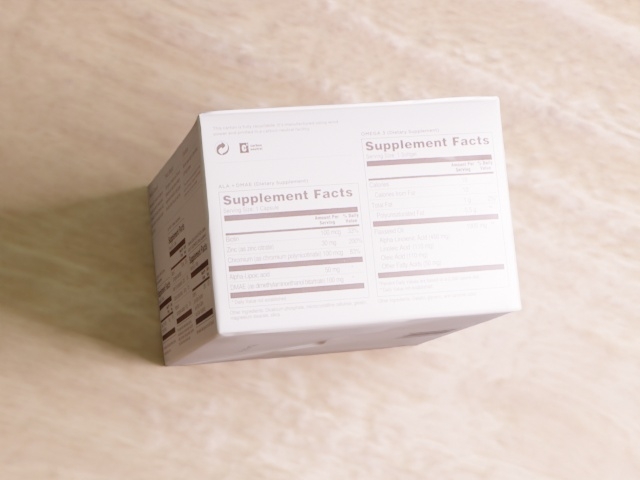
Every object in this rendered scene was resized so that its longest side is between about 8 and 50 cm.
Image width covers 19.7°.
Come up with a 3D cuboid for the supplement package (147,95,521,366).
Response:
[{"bbox_3d":[0.000,0.000,1.291,0.204,0.262,0.145,-4,83,-13],"label":"supplement package"}]
